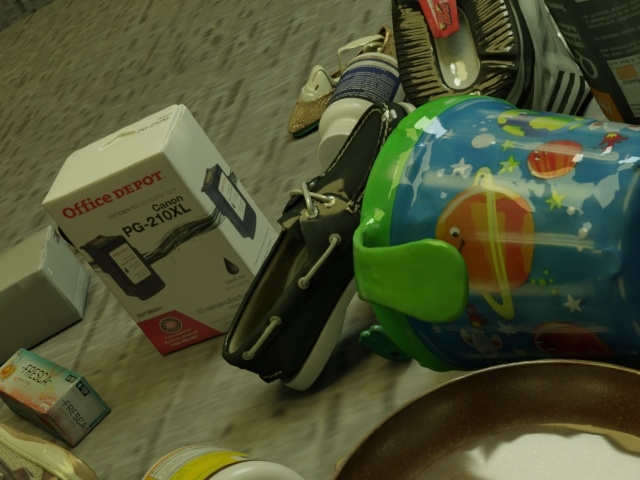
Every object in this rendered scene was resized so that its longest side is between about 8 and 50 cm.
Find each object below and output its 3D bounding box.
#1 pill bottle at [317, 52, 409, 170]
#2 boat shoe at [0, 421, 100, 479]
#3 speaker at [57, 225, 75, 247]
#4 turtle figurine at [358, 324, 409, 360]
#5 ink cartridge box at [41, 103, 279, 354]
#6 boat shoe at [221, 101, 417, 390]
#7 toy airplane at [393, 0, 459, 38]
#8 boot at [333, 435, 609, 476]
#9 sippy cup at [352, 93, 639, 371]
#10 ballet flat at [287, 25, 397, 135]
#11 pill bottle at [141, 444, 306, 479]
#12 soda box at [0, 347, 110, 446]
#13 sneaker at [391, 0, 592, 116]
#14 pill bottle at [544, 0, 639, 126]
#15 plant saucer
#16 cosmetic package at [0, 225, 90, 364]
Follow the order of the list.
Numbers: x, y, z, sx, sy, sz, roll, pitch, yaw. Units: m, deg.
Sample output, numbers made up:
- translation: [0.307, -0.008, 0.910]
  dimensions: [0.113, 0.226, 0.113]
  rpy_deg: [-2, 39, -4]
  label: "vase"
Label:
- translation: [0.051, -0.150, 1.544]
  dimensions: [0.094, 0.094, 0.169]
  rpy_deg: [-18, 31, 31]
  label: "pill bottle"
- translation: [-0.334, 0.253, 1.309]
  dimensions: [0.285, 0.102, 0.092]
  rpy_deg: [5, 41, 44]
  label: "boat shoe"
- translation: [-0.325, -0.049, 1.852]
  dimensions: [0.055, 0.055, 0.136]
  rpy_deg: [-4, 39, 46]
  label: "speaker"
- translation: [0.108, -0.004, 1.208]
  dimensions: [0.175, 0.118, 0.234]
  rpy_deg: [-44, 28, 49]
  label: "turtle figurine"
- translation: [-0.164, -0.008, 1.392]
  dimensions: [0.172, 0.237, 0.100]
  rpy_deg: [-21, 29, 25]
  label: "ink cartridge box"
- translation: [0.000, 0.000, 1.193]
  dimensions: [0.302, 0.091, 0.114]
  rpy_deg: [-68, 21, 8]
  label: "boat shoe"
- translation: [0.129, -0.276, 1.224]
  dimensions: [0.151, 0.151, 0.028]
  rpy_deg: [-20, -12, 26]
  label: "toy airplane"
- translation: [0.109, 0.203, 0.896]
  dimensions: [0.207, 0.090, 0.248]
  rpy_deg: [-23, 33, 14]
  label: "boot"
- translation: [0.188, -0.001, 0.989]
  dimensions: [0.224, 0.240, 0.305]
  rpy_deg: [4, 49, 46]
  label: "sippy cup"
- translation: [0.027, -0.226, 1.728]
  dimensions: [0.206, 0.067, 0.073]
  rpy_deg: [-36, 26, -3]
  label: "ballet flat"
- translation: [-0.083, 0.227, 1.013]
  dimensions: [0.117, 0.117, 0.215]
  rpy_deg: [-44, 12, -19]
  label: "pill bottle"
- translation: [-0.318, 0.179, 1.459]
  dimensions: [0.063, 0.058, 0.183]
  rpy_deg: [-45, 29, -21]
  label: "soda box"
- translation: [0.171, -0.278, 1.379]
  dimensions: [0.169, 0.257, 0.447]
  rpy_deg: [-16, 64, 25]
  label: "sneaker"
- translation: [0.302, -0.194, 1.123]
  dimensions: [0.162, 0.278, 0.162]
  rpy_deg: [-27, 27, 15]
  label: "pill bottle"
- translation: [0.145, 0.206, 0.804]
  dimensions: [0.311, 0.050, 0.310]
  rpy_deg: [-9, 40, 7]
  label: "plant saucer"
- translation: [-0.435, 0.094, 1.691]
  dimensions: [0.238, 0.107, 0.127]
  rpy_deg: [-26, 27, 11]
  label: "cosmetic package"
